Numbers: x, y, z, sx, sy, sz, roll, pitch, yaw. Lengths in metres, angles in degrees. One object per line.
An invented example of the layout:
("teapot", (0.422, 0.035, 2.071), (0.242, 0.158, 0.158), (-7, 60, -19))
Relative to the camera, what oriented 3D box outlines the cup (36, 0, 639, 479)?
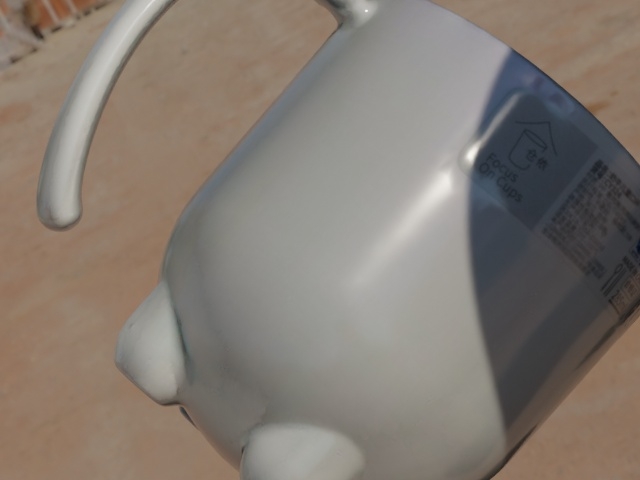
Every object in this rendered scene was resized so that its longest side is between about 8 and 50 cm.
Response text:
("cup", (0.009, 0.007, 0.399), (0.142, 0.173, 0.134), (-48, 49, -7))
